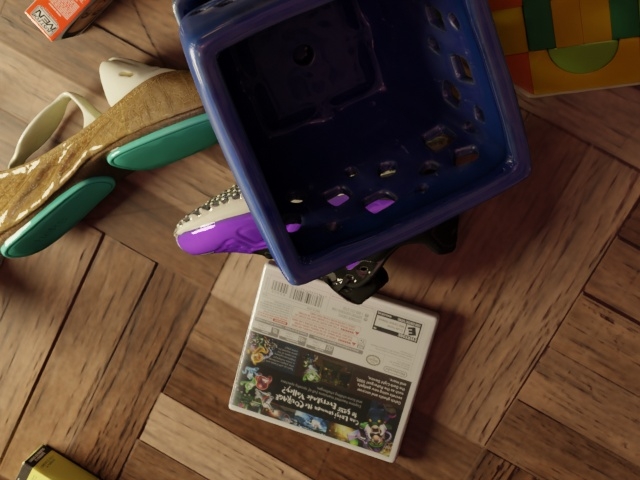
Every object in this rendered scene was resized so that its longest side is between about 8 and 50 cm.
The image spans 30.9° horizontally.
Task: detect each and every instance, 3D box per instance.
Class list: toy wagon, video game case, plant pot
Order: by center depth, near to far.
[{"bbox_3d":[0.207,-0.277,0.983,0.267,0.068,0.344,-6,132,14],"label":"toy wagon"},{"bbox_3d":[0.012,-0.138,0.986,0.236,0.212,0.236,-25,120,-7],"label":"plant pot"},{"bbox_3d":[0.012,0.128,1.223,0.190,0.022,0.173,17,107,7],"label":"video game case"}]

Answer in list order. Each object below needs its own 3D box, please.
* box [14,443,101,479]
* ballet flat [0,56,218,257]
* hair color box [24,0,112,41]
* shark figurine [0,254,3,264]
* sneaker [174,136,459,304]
[{"bbox_3d":[-0.245,0.331,1.314,0.232,0.058,0.087,30,109,5],"label":"box"},{"bbox_3d":[-0.219,-0.108,1.182,0.342,0.116,0.124,-30,77,22],"label":"ballet flat"},{"bbox_3d":[-0.221,-0.262,1.148,0.141,0.072,0.043,-40,94,20],"label":"hair color box"},{"bbox_3d":[-0.406,-0.006,1.261,0.116,0.166,0.278,0,87,-13],"label":"shark figurine"},{"bbox_3d":[0.000,0.000,1.149,0.293,0.102,0.146,-14,101,16],"label":"sneaker"}]
